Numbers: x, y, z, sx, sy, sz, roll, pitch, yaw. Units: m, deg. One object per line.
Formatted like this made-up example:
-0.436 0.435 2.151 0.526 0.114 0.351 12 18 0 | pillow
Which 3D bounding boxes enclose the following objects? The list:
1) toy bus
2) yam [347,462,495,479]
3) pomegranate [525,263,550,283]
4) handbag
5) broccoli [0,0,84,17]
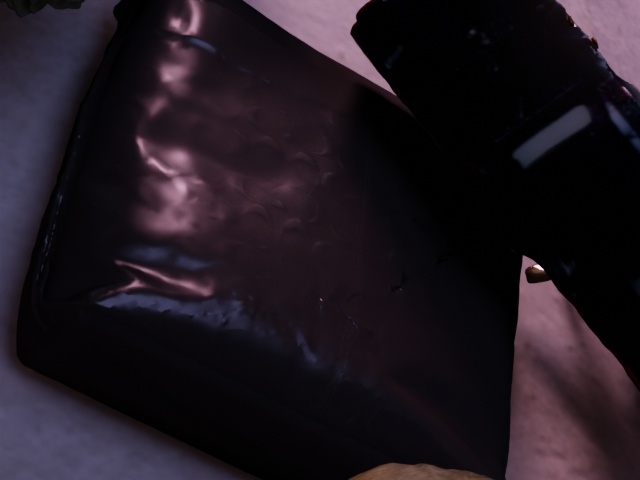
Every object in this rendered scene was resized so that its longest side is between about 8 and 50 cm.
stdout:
0.174 0.031 0.669 0.409 0.093 0.092 51 12 -3 | toy bus
-0.013 0.216 0.464 0.300 0.195 0.195 -33 90 -41 | yam
0.218 0.021 0.781 0.169 0.148 0.148 45 48 -3 | pomegranate
0.000 0.000 0.662 0.247 0.080 0.223 29 53 -24 | handbag
-0.146 -0.235 0.582 0.288 0.235 0.260 42 73 -19 | broccoli
